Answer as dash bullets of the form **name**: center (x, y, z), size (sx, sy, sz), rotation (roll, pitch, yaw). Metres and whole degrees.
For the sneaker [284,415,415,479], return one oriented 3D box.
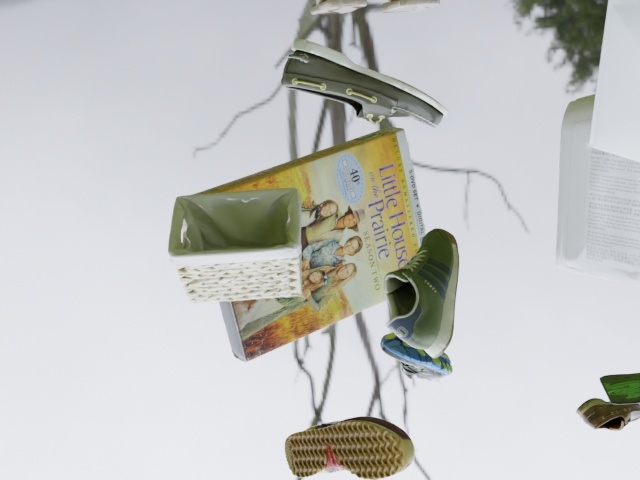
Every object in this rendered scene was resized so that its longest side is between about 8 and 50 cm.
- **sneaker**: center (0.045, 0.225, 1.063), size (0.084, 0.069, 0.185), rotation (-9, 178, -45)

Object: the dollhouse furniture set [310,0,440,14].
- **dollhouse furniture set**: center (0.183, -0.570, 1.560), size (0.394, 0.362, 0.256), rotation (-4, -172, -14)

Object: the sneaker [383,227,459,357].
- **sneaker**: center (0.123, 0.050, 1.202), size (0.086, 0.064, 0.192), rotation (24, -131, -19)

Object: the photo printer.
- **photo printer**: center (0.503, -0.084, 1.513), size (0.256, 0.307, 0.107), rotation (12, -154, 36)

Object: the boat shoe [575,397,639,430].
- **boat shoe**: center (0.591, 0.357, 1.922), size (0.178, 0.064, 0.060), rotation (7, -140, -36)

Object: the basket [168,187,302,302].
- **basket**: center (-0.104, 0.009, 1.242), size (0.167, 0.103, 0.113), rotation (-3, -133, 3)

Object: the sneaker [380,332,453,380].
- **sneaker**: center (0.179, 0.233, 1.835), size (0.078, 0.188, 0.067), rotation (-37, -134, 26)

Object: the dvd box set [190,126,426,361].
- **dvd box set**: center (0.000, 0.000, 1.708), size (0.420, 0.307, 0.062), rotation (-21, -161, -27)

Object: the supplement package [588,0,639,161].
- **supplement package**: center (0.360, -0.183, 0.720), size (0.199, 0.198, 0.263), rotation (23, -135, 31)

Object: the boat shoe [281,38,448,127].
- **boat shoe**: center (0.078, -0.260, 1.696), size (0.305, 0.091, 0.109), rotation (22, -178, -10)

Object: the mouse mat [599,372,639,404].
- **mouse mat**: center (0.598, 0.255, 1.681), size (0.190, 0.007, 0.152), rotation (-8, -171, 9)
